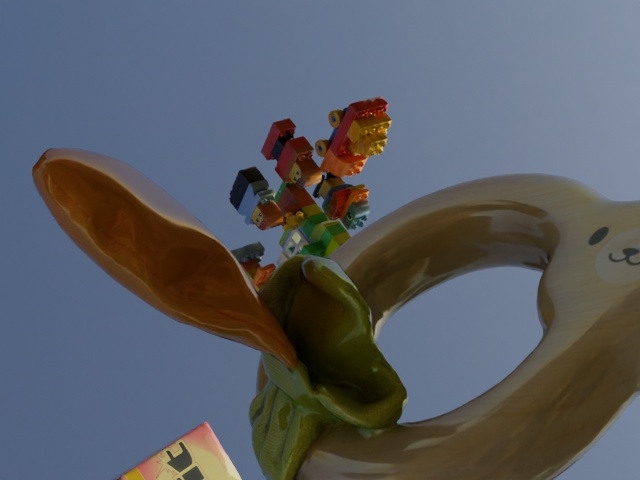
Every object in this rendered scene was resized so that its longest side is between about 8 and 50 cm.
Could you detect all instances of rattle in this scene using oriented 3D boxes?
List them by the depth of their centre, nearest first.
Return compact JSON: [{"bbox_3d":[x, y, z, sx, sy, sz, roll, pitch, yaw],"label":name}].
[{"bbox_3d":[0.051,-0.014,0.391,0.143,0.199,0.130,61,-157,-17],"label":"rattle"}]

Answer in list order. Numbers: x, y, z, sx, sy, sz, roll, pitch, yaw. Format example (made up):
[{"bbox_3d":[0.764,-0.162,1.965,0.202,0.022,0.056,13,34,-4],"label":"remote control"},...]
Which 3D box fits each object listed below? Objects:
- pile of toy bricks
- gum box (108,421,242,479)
[{"bbox_3d":[0.000,0.000,1.078,0.118,0.212,0.105,-19,-121,-36],"label":"pile of toy bricks"},{"bbox_3d":[-0.076,0.230,0.947,0.188,0.062,0.107,58,-150,3],"label":"gum box"}]
